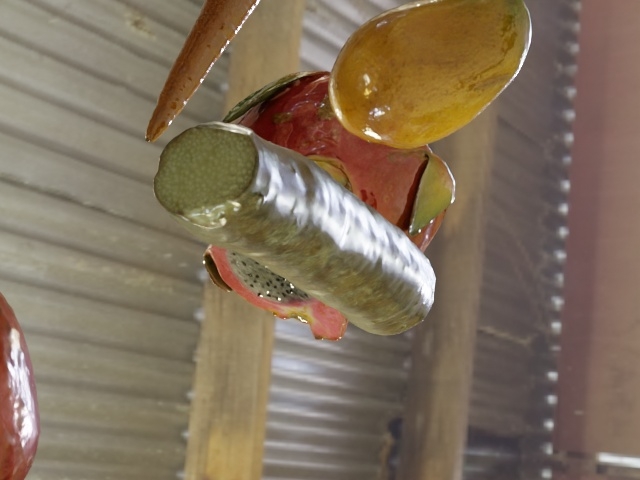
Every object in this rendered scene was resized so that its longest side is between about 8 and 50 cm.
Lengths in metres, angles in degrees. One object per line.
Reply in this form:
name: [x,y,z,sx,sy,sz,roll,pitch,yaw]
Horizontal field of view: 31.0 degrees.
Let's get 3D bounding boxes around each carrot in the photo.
carrot: [-0.135,-0.261,1.460,0.069,0.069,0.336,41,-110,-45]

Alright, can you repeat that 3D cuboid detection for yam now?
yam: [0.000,0.000,0.564,0.274,0.061,0.061,34,-120,-66]

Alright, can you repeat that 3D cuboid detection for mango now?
mango: [0.086,-0.134,0.910,0.089,0.165,0.115,-114,7,-53]

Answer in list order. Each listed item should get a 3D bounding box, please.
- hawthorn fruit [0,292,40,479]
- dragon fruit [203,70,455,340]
hawthorn fruit: [-0.372,0.177,1.026,0.330,0.287,0.287,59,-137,-12]
dragon fruit: [-0.018,-0.025,1.273,0.189,0.291,0.290,-47,-56,-44]
